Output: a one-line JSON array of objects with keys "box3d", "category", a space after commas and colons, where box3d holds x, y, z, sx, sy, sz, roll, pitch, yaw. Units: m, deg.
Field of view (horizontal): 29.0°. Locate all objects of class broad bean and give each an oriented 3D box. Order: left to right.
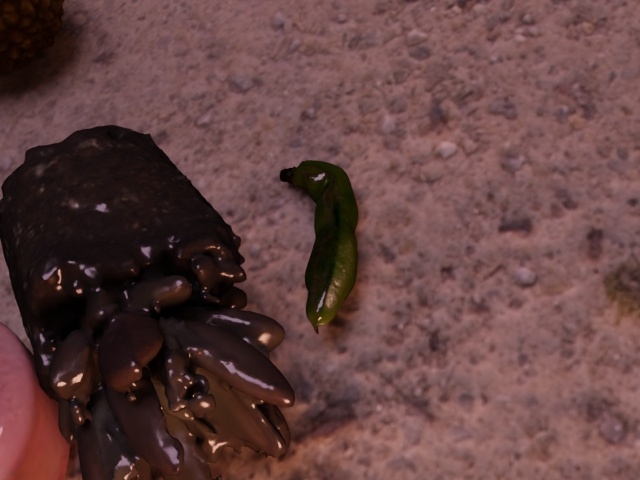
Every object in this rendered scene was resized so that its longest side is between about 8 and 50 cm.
[{"box3d": [0.006, -0.005, 1.036, 0.061, 0.046, 0.195, -27, 43, 13], "category": "broad bean"}]

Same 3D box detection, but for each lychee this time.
[{"box3d": [-0.376, -0.264, 1.279, 0.238, 0.200, 0.200, 28, 65, 10], "category": "lychee"}]

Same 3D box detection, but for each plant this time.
[{"box3d": [-0.132, 0.059, 0.929, 0.181, 0.194, 0.321, -19, 52, -20], "category": "plant"}]

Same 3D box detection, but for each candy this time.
[{"box3d": [-0.329, 0.170, 0.988, 0.255, 0.094, 0.255, -10, 51, 12], "category": "candy"}]
